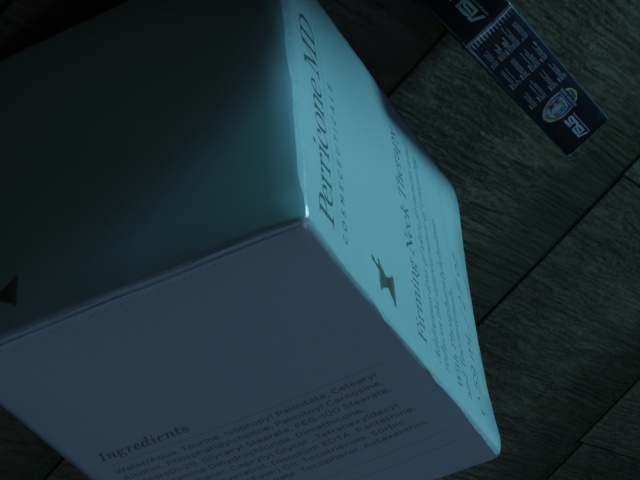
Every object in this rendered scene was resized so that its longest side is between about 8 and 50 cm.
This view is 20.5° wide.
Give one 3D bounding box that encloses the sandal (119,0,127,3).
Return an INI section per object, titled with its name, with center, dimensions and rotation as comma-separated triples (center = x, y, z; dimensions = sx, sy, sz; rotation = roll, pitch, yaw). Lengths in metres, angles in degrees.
[sandal]
center = -0.088, -0.210, 1.632
dimensions = 0.240, 0.088, 0.079
rotation = -18, 135, -36

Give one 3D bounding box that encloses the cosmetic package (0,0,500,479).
[cosmetic package]
center = -0.079, 0.024, 1.559
dimensions = 0.327, 0.329, 0.393
rotation = -21, 139, 17

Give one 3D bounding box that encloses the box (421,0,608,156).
[box]
center = 0.156, -0.216, 1.737
dimensions = 0.060, 0.216, 0.270
rotation = -43, 147, 8
